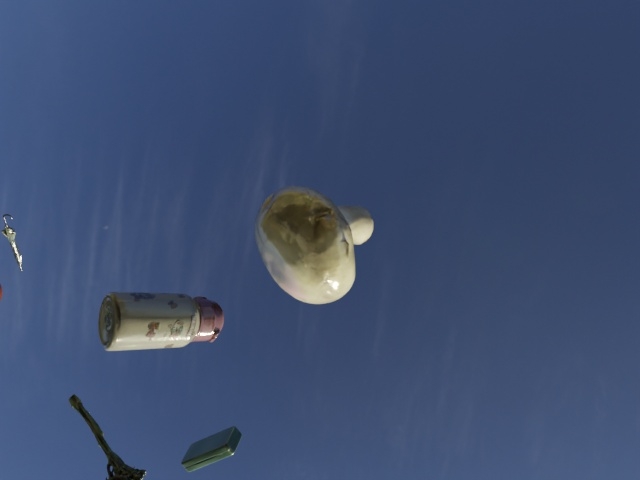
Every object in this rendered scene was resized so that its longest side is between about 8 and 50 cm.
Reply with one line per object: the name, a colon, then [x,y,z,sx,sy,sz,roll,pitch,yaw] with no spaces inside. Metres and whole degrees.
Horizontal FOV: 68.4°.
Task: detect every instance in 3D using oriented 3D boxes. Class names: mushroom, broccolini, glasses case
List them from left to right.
broccolini: [-0.480,0.451,1.038,0.254,0.071,0.058,45,-71,18]
glasses case: [-0.313,0.598,1.352,0.184,0.078,0.039,-30,-76,22]
mushroom: [-0.032,0.015,1.229,0.314,0.356,0.316,-1,-93,12]

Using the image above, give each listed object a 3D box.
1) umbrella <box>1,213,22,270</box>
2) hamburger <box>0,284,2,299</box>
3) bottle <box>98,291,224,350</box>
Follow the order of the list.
umbrella: [-1.067,0.008,1.628,0.044,0.044,0.269,6,-48,-16]
hamburger: [-1.163,0.135,1.414,0.329,0.330,0.250,6,-59,20]
bottle: [-0.304,0.158,0.934,0.109,0.233,0.110,-8,-101,48]
